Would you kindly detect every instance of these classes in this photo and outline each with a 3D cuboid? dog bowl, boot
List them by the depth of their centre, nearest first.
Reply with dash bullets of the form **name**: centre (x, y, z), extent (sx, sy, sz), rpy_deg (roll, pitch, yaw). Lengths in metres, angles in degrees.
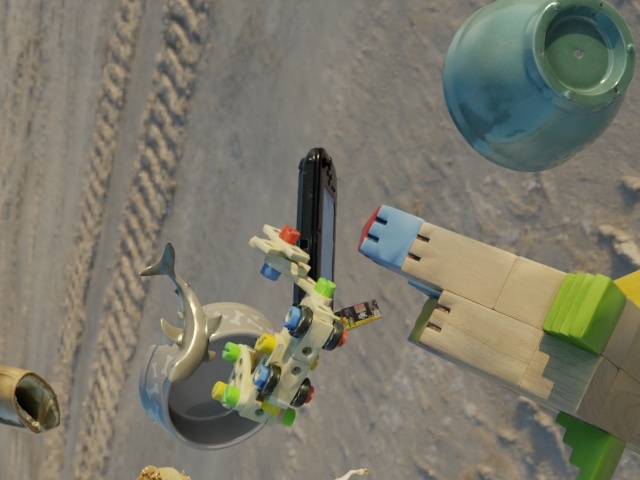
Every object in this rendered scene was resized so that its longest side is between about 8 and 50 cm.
- **boot**: centre (-0.507, 0.247, 1.334), extent (0.236, 0.269, 0.089), rpy_deg (69, -144, -52)
- **dog bowl**: centre (-0.227, 0.316, 2.000), extent (0.102, 0.348, 0.349), rpy_deg (38, 121, 54)

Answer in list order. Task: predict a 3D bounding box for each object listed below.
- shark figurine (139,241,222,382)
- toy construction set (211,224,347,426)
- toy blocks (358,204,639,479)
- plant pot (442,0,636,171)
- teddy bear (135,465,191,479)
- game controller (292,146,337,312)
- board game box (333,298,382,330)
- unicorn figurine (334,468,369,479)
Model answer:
- **shark figurine**: centre (-0.256, 0.148, 1.829), extent (0.116, 0.166, 0.278), rpy_deg (-26, 69, 33)
- **toy construction set**: centre (-0.062, 0.146, 1.383), extent (0.215, 0.151, 0.328), rpy_deg (-122, 44, -67)
- **toy blocks**: centre (0.188, 0.089, 0.836), extent (0.260, 0.381, 0.191), rpy_deg (23, 85, 39)
- **plant pot**: centre (0.363, -0.269, 1.393), extent (0.196, 0.292, 0.293), rpy_deg (155, 116, -73)
- **teddy bear**: centre (-0.345, 0.505, 1.490), extent (0.245, 0.338, 0.113), rpy_deg (13, 132, 43)
- **game controller**: centre (0.000, 0.000, 1.592), extent (0.067, 0.166, 0.319), rpy_deg (-2, 76, 20)
- **board game box**: centre (0.033, 0.180, 1.913), extent (0.141, 0.170, 0.048), rpy_deg (-24, 83, 28)
- **unicorn figurine**: centre (0.042, 0.449, 1.575), extent (0.162, 0.111, 0.060), rpy_deg (160, 93, -88)
